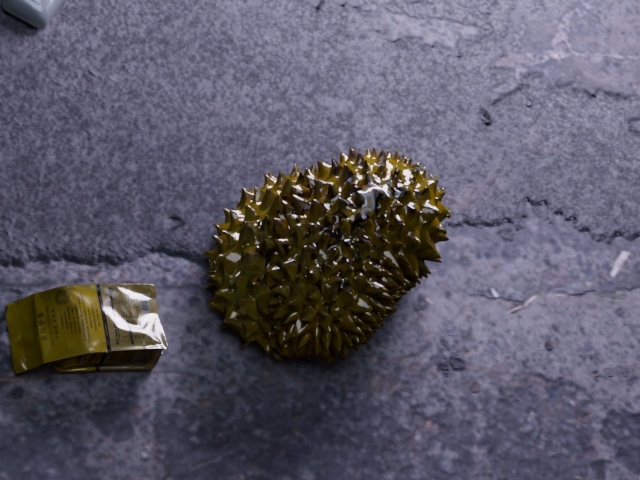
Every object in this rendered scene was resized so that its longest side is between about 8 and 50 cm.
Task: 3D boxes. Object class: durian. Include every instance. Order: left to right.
[{"bbox_3d":[0.007,0.000,1.769,0.183,0.138,0.249,44,63,-1],"label":"durian"}]

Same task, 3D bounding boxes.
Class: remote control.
[{"bbox_3d":[-0.248,-0.283,1.901,0.050,0.027,0.184,29,55,-2],"label":"remote control"}]

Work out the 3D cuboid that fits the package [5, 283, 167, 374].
[{"bbox_3d":[-0.205,0.077,1.695,0.131,0.047,0.071,1,64,-21],"label":"package"}]
